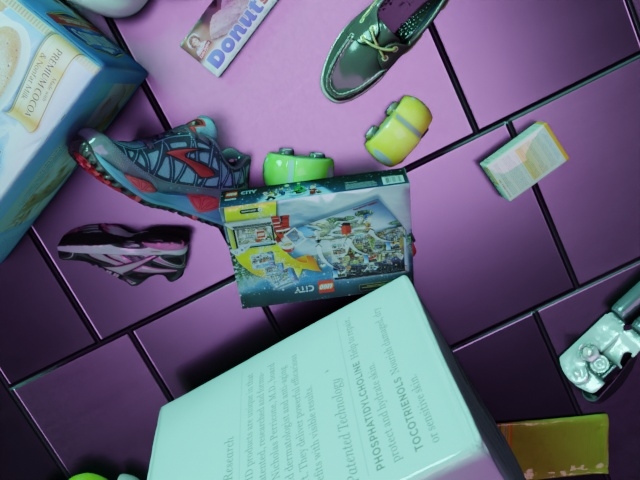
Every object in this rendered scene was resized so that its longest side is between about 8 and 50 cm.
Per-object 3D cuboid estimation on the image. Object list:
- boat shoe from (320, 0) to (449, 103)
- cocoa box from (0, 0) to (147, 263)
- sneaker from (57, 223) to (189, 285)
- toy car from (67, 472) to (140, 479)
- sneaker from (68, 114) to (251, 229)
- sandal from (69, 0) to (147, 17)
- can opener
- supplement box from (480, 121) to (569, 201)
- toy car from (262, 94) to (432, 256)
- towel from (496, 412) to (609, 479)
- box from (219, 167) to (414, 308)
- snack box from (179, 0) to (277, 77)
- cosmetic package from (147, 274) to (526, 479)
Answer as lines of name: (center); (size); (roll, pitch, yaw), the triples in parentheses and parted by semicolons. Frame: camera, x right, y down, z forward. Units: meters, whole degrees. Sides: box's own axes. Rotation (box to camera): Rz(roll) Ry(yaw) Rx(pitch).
boat shoe: (0.084, -0.269, 0.845); (0.081, 0.069, 0.228); (40, 98, -10)
cocoa box: (-0.409, -0.137, 0.770); (0.228, 0.231, 0.347); (39, 98, -10)
sneaker: (-0.267, 0.027, 0.902); (0.178, 0.072, 0.077); (3, 114, 2)
toy car: (-0.333, 0.432, 0.956); (0.159, 0.136, 0.182); (-5, 103, -1)
sneaker: (-0.184, -0.104, 0.812); (0.104, 0.262, 0.125); (27, 94, 33)
sandal: (-0.370, -0.428, 0.771); (0.416, 0.102, 0.169); (39, 75, -24)
can opener: (0.464, 0.113, 0.961); (0.280, 0.074, 0.093); (-49, 135, 10)
supplement box: (0.277, -0.108, 0.908); (0.098, 0.036, 0.062); (-36, 102, 6)
toy car: (0.034, -0.080, 0.895); (0.225, 0.053, 0.239); (5, 103, -4)
towel: (0.324, 0.323, 1.020); (0.237, 0.021, 0.102); (-5, 104, -2)
box: (0.000, 0.000, 0.853); (0.233, 0.044, 0.159); (-7, 124, 0)
snack box: (-0.101, -0.300, 0.854); (0.064, 0.022, 0.178); (38, 99, -11)
cosmetic package: (0.039, 0.323, 0.814); (0.393, 0.327, 0.329); (-30, 116, 8)
